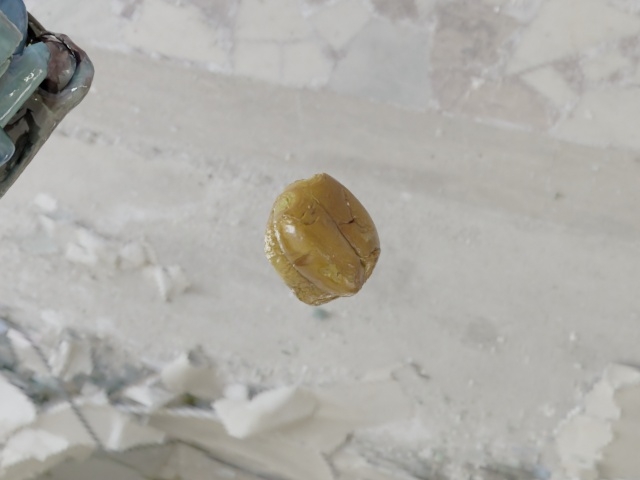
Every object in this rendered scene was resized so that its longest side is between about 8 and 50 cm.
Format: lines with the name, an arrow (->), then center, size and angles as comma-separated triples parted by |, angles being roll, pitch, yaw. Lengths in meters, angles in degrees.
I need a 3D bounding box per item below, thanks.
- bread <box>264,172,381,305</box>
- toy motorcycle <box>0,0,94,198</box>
bread -> 0.000, 0.000, 0.738 | 0.046, 0.083, 0.081 | -32, 77, 37
toy motorcycle -> -0.281, -0.033, 0.706 | 0.182, 0.319, 0.241 | 53, -176, 3
